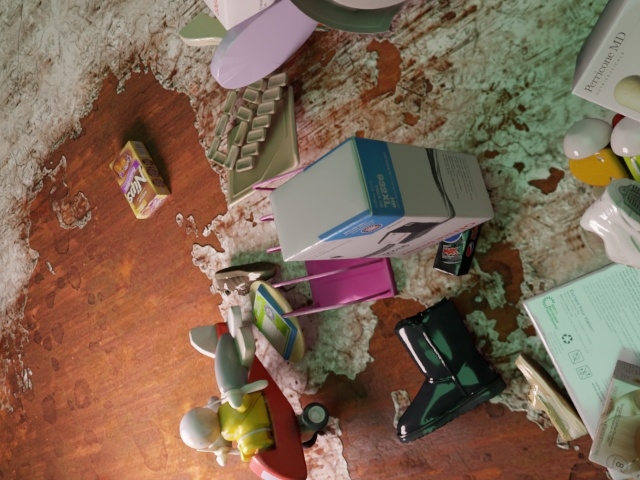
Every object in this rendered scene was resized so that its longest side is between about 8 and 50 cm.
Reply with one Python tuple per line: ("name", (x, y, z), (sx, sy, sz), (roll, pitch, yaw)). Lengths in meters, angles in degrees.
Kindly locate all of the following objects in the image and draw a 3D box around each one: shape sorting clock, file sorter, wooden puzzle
("shape sorting clock", (-0.098, 0.183, 1.296), (0.206, 0.040, 0.206), (35, 142, 34))
("file sorter", (0.000, 0.000, 1.171), (0.202, 0.182, 0.290), (-15, 86, 33))
("wooden puzzle", (-0.130, -0.204, 1.286), (0.239, 0.044, 0.220), (-30, 52, 34))

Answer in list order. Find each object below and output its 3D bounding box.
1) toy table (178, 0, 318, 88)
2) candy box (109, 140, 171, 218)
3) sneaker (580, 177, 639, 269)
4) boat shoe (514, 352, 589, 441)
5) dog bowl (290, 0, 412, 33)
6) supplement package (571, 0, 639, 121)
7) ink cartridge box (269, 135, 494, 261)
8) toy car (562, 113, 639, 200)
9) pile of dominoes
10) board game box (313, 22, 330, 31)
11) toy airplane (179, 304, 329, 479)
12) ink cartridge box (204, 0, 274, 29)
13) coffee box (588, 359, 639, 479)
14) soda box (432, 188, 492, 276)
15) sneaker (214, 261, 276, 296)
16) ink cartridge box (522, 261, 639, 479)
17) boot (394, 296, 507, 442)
("toy table", (-0.146, -0.458, 1.178), (0.274, 0.252, 0.161), (-37, 73, -14))
("candy box", (-0.493, -0.166, 1.557), (0.109, 0.053, 0.186), (-40, 74, 28))
("sneaker", (0.493, 0.011, 0.846), (0.232, 0.090, 0.115), (44, 151, 8))
("boat shoe", (0.397, 0.279, 1.007), (0.059, 0.063, 0.170), (-44, 71, 21))
("dog bowl", (0.091, -0.526, 0.989), (0.349, 0.349, 0.102), (-19, 59, 33))
("supplement package", (0.504, -0.254, 0.739), (0.263, 0.198, 0.199), (26, 129, 9))
("ink cartridge box", (0.107, -0.058, 0.969), (0.223, 0.308, 0.128), (-29, 69, 46))
("toy car", (0.483, -0.141, 0.876), (0.136, 0.159, 0.182), (-51, 26, -17))
("pile of dominoes", (-0.159, -0.276, 1.305), (0.196, 0.040, 0.251), (31, 103, 45))
("board game box", (-0.082, -0.540, 1.273), (0.260, 0.030, 0.136), (14, 104, 31))
("toy airplane", (-0.197, 0.344, 1.270), (0.385, 0.273, 0.385), (7, 118, 55))
("ink cartridge box", (-0.197, -0.535, 0.971), (0.115, 0.198, 0.272), (-37, 88, -10))
("coffee box", (0.537, 0.288, 0.816), (0.247, 0.098, 0.141), (16, 102, 29))
("soda box", (0.265, -0.020, 1.070), (0.053, 0.060, 0.168), (20, 104, 34))
("sneaker", (-0.172, 0.096, 1.373), (0.189, 0.066, 0.071), (-6, 107, 38))
("ink cartridge box", (0.548, 0.177, 0.899), (0.330, 0.071, 0.323), (-29, 78, 28))
("boot", (0.204, 0.250, 1.109), (0.246, 0.094, 0.207), (-39, 77, 22))
